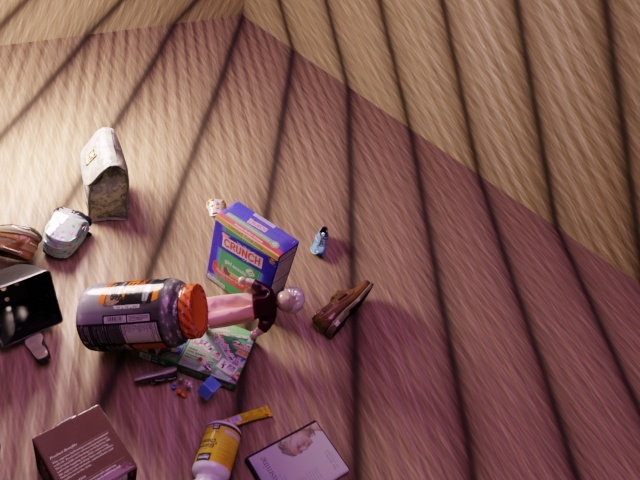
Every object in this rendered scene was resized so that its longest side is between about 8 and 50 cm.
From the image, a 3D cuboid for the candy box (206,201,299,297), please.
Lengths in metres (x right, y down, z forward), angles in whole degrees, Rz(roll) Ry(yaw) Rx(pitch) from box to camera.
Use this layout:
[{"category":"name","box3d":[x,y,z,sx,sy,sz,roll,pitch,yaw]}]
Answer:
[{"category":"candy box","box3d":[-0.243,0.067,1.908,0.268,0.317,0.122,33,42,15]}]

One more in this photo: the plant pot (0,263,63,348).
[{"category":"plant pot","box3d":[-0.908,0.173,1.635,0.167,0.187,0.188,23,35,37]}]

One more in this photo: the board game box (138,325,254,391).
[{"category":"board game box","box3d":[-0.385,0.334,1.767,0.317,0.046,0.213,20,40,0]}]

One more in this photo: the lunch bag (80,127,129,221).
[{"category":"lunch bag","box3d":[-0.799,-0.248,2.058,0.169,0.287,0.235,-4,47,-26]}]

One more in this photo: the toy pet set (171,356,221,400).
[{"category":"toy pet set","box3d":[-0.361,0.420,1.631,0.114,0.065,0.122,40,73,7]}]

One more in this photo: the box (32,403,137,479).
[{"category":"box","box3d":[-0.574,0.556,1.353,0.168,0.167,0.203,-23,56,-38]}]

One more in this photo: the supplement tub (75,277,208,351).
[{"category":"supplement tub","box3d":[-0.520,0.219,1.639,0.338,0.207,0.207,-5,41,7]}]

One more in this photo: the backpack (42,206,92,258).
[{"category":"backpack","box3d":[-0.889,-0.028,1.912,0.152,0.115,0.182,15,43,-9]}]

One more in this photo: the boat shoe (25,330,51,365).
[{"category":"boat shoe","box3d":[-0.826,0.314,1.617,0.049,0.042,0.133,-25,43,-29]}]

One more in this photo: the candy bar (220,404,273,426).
[{"category":"candy bar","box3d":[-0.220,0.526,1.641,0.161,0.018,0.040,-9,45,-29]}]

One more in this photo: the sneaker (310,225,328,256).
[{"category":"sneaker","box3d":[0.000,0.000,2.267,0.063,0.073,0.162,15,41,-6]}]

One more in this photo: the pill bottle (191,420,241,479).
[{"category":"pill bottle","box3d":[-0.283,0.588,1.483,0.103,0.103,0.184,17,40,-3]}]

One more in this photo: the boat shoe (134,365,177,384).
[{"category":"boat shoe","box3d":[-0.488,0.409,1.648,0.125,0.038,0.046,-10,6,-32]}]

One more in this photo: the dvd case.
[{"category":"dvd case","box3d":[-0.064,0.640,1.576,0.253,0.022,0.180,-17,53,-35]}]

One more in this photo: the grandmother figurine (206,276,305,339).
[{"category":"grandmother figurine","box3d":[-0.216,0.219,1.788,0.342,0.207,0.104,-10,18,-11]}]

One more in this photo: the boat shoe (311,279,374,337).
[{"category":"boat shoe","box3d":[0.087,0.223,2.028,0.104,0.110,0.307,35,42,15]}]

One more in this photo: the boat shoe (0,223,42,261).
[{"category":"boat shoe","box3d":[-1.083,0.007,1.791,0.324,0.122,0.119,4,69,-3]}]

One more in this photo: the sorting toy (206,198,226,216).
[{"category":"sorting toy","box3d":[-0.426,-0.129,2.272,0.083,0.045,0.075,5,62,-17]}]
